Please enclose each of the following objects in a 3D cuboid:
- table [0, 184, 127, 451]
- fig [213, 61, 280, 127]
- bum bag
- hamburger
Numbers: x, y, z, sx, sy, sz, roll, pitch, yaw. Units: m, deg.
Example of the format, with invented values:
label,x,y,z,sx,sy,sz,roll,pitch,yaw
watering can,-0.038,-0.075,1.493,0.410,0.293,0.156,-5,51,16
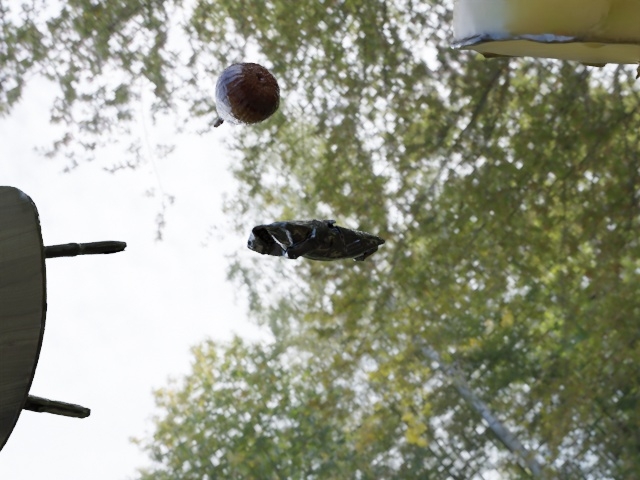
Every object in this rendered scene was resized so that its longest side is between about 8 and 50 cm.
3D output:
label,x,y,z,sx,sy,sz,roll,pitch,yaw
table,-0.396,0.118,1.049,0.317,0.317,0.249,-47,-15,7
fig,-0.138,-0.259,1.471,0.119,0.153,0.119,0,-91,-26
bum bag,0.001,-0.001,1.333,0.248,0.069,0.102,4,-30,-35
hamburger,0.256,-0.271,0.737,0.276,0.276,0.236,-3,-80,-39
